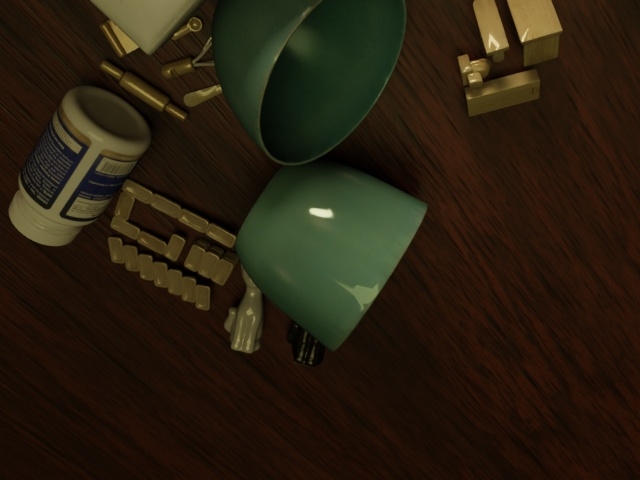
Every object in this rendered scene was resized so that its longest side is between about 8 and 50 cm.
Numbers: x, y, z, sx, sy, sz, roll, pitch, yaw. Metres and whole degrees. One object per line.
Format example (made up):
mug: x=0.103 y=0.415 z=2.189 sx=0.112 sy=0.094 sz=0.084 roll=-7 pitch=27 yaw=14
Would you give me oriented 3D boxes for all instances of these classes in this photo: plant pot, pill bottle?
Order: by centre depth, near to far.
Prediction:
plant pot: x=-0.044 y=-0.284 z=0.907 sx=0.195 sy=0.290 sz=0.290 roll=41 pitch=122 yaw=22
plant pot: x=0.000 y=0.000 z=1.051 sx=0.235 sy=0.293 sz=0.293 roll=32 pitch=119 yaw=1
pill bottle: x=-0.419 y=-0.120 z=1.076 sx=0.153 sy=0.153 sz=0.265 roll=36 pitch=117 yaw=-16

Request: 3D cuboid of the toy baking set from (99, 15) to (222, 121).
toy baking set: x=-0.235 y=-0.295 z=1.028 sx=0.256 sy=0.030 sz=0.197 roll=37 pitch=117 yaw=-17

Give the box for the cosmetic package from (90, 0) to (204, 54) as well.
cosmetic package: x=-0.206 y=-0.508 z=0.728 sx=0.329 sy=0.327 sz=0.393 roll=-38 pitch=112 yaw=23

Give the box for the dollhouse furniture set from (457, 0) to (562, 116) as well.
dollhouse furniture set: x=0.286 y=-0.304 z=0.987 sx=0.144 sy=0.123 sz=0.151 roll=-13 pitch=154 yaw=12

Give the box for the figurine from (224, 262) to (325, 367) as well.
figurine: x=-0.076 y=0.125 z=1.245 sx=0.214 sy=0.092 sz=0.209 roll=13 pitch=113 yaw=-2

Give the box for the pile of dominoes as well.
pile of dominoes: x=-0.288 y=0.008 z=1.225 sx=0.251 sy=0.040 sz=0.196 roll=29 pitch=120 yaw=-3
